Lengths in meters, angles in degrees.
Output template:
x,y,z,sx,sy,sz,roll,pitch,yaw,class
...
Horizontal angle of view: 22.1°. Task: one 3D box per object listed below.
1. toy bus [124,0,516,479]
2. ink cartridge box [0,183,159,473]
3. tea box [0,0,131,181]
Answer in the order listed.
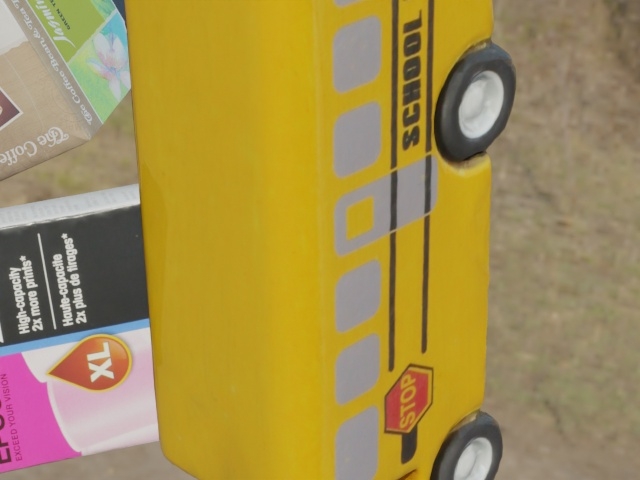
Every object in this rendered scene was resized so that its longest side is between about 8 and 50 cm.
x,y,z,sx,sy,sz,roll,pitch,yaw,class
0.000,0.000,0.690,0.108,0.333,0.130,23,36,38,toy bus
-0.161,0.057,1.149,0.370,0.176,0.069,-10,16,-10,ink cartridge box
-0.397,-0.210,1.904,0.329,0.220,0.323,-22,23,23,tea box
